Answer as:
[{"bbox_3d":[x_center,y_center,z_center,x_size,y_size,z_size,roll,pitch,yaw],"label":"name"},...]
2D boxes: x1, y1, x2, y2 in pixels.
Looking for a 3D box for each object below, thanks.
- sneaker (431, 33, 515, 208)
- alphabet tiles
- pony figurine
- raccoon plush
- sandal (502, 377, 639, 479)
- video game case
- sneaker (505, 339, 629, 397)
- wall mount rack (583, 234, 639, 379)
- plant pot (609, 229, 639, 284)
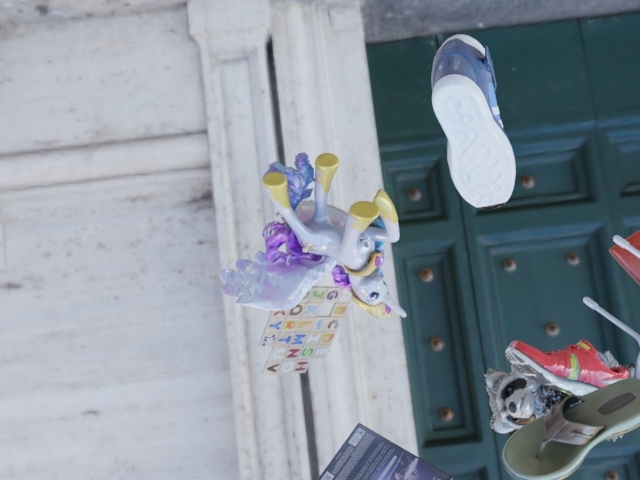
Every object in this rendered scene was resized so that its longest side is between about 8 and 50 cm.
[{"bbox_3d":[0.310,-0.250,1.590,0.130,0.236,0.322,-10,130,25],"label":"sneaker"},{"bbox_3d":[-0.041,0.199,1.754,0.198,0.237,0.009,3,-150,-37],"label":"alphabet tiles"},{"bbox_3d":[0.000,0.000,1.528,0.351,0.302,0.363,20,147,24],"label":"pony figurine"},{"bbox_3d":[0.624,0.413,2.027,0.299,0.216,0.446,-16,152,40],"label":"raccoon plush"},{"bbox_3d":[0.442,0.312,1.390,0.303,0.086,0.120,-30,-142,-10],"label":"sandal"},{"bbox_3d":[0.141,0.565,1.857,0.274,0.196,0.026,24,153,35],"label":"video game case"},{"bbox_3d":[0.513,0.255,1.662,0.279,0.118,0.107,24,172,-11],"label":"sneaker"},{"bbox_3d":[0.733,0.170,1.823,0.131,0.304,0.350,6,129,-7],"label":"wall mount rack"},{"bbox_3d":[0.969,0.068,2.120,0.267,0.235,0.267,-36,154,21],"label":"plant pot"}]
